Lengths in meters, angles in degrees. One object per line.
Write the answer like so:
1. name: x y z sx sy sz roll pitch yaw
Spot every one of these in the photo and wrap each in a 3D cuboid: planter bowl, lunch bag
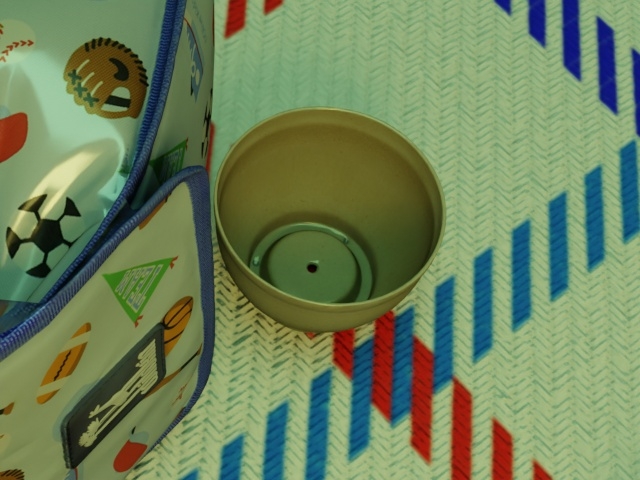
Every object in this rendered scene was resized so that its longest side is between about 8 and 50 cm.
1. planter bowl: 0.000 0.000 1.173 0.162 0.109 0.162 4 60 -7
2. lunch bag: -0.180 -0.013 1.029 0.239 0.328 0.385 7 58 0
